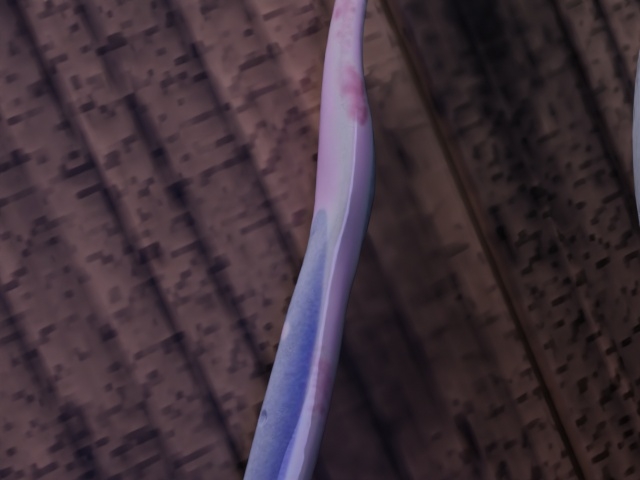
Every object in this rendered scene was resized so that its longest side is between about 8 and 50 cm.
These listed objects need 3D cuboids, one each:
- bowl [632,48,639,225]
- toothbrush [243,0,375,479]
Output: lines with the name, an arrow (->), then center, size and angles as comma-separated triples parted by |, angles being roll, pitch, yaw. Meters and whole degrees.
bowl -> 0.188, -0.018, 0.465 | 0.313, 0.146, 0.313 | 1, 87, -21
toothbrush -> 0.000, 0.000, 0.454 | 0.027, 0.021, 0.269 | 18, 80, -15
